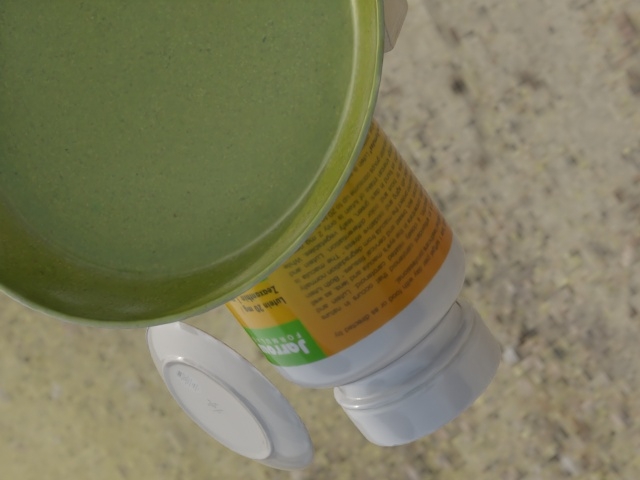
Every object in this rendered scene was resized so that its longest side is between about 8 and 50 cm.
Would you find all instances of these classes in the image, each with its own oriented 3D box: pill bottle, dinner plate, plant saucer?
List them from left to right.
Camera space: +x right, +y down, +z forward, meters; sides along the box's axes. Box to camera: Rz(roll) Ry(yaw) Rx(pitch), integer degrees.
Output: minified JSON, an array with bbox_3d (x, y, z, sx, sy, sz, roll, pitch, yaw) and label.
[{"bbox_3d":[-0.078,-0.082,0.760,0.241,0.037,0.240,-1,87,23],"label":"plant saucer"},{"bbox_3d":[-0.064,0.106,1.142,0.141,0.017,0.141,33,152,20],"label":"dinner plate"},{"bbox_3d":[0.000,0.000,1.025,0.136,0.136,0.245,-7,125,55],"label":"pill bottle"}]

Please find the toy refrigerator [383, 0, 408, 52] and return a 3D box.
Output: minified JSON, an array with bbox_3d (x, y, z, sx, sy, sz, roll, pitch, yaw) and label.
[{"bbox_3d":[-0.086,-0.159,1.174,0.270,0.094,0.102,-12,114,17],"label":"toy refrigerator"}]
